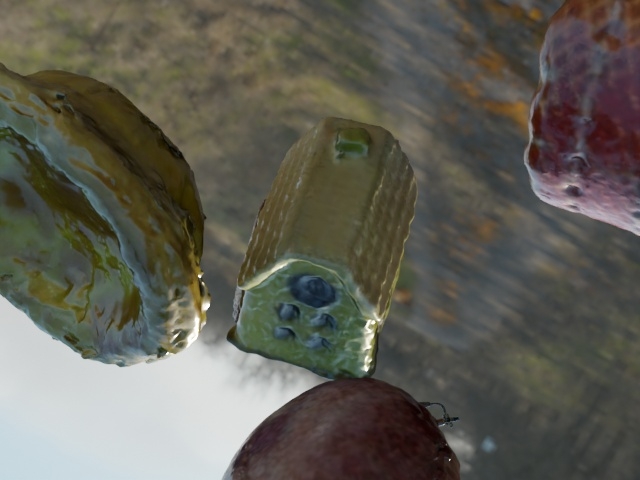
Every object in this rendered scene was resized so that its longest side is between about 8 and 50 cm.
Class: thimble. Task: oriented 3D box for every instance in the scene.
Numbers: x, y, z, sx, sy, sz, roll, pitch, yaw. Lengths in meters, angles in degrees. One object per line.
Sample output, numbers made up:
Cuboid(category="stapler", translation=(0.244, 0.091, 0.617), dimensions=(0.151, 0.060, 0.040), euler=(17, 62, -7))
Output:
Cuboid(category="thimble", translation=(0.351, -0.163, 1.325), dimensions=(0.231, 0.350, 0.350), euler=(20, 175, 18))

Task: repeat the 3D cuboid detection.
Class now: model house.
Cuboid(category="model house", translation=(0.000, 0.000, 1.441), dimensions=(0.175, 0.193, 0.234), euler=(13, 147, 9))

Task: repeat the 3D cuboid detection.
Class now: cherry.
Cuboid(category="cherry", translation=(0.006, 0.222, 1.156), dimensions=(0.192, 0.250, 0.175), euler=(40, 145, 26))

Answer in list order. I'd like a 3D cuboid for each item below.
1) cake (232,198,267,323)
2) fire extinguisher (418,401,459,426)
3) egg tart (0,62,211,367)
Cuboid(category="cake", translation=(-0.042, 0.040, 1.706), dimensions=(0.116, 0.112, 0.295), euler=(12, -158, -6))
Cuboid(category="fire extinguisher", translation=(0.103, 0.200, 1.560), dimensions=(0.032, 0.100, 0.046), euler=(69, -174, -62))
Cuboid(category="egg tart", translation=(-0.248, -0.040, 1.421), dimensions=(0.388, 0.169, 0.388), euler=(29, 147, 21))
